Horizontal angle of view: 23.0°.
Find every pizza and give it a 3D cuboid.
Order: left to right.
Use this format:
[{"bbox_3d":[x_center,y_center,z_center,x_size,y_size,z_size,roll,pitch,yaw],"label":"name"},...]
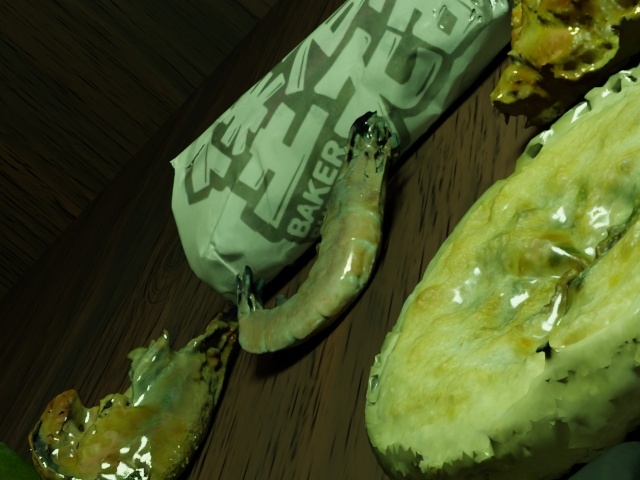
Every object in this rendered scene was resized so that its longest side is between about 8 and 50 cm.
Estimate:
[{"bbox_3d":[0.182,-0.174,1.001,0.226,0.086,0.335,-50,14,-10],"label":"pizza"}]

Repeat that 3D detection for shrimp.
[{"bbox_3d":[-0.129,0.099,1.188,0.262,0.117,0.066,-66,-2,-54],"label":"shrimp"},{"bbox_3d":[0.000,0.000,1.177,0.152,0.046,0.219,-31,31,45],"label":"shrimp"}]

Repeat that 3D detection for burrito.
[{"bbox_3d":[0.043,-0.135,1.271,0.445,0.139,0.101,-45,-26,17],"label":"burrito"}]

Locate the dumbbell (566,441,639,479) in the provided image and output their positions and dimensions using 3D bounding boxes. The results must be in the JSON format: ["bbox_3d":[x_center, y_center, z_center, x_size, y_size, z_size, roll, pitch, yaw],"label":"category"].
[{"bbox_3d":[0.049,0.150,0.452,0.191,0.100,0.100,-44,14,25],"label":"dumbbell"}]

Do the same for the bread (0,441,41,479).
[{"bbox_3d":[-0.303,0.293,1.184,0.382,0.129,0.366,-40,15,34],"label":"bread"}]

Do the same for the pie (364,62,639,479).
[{"bbox_3d":[0.120,0.008,0.731,0.274,0.055,0.274,-47,13,14],"label":"pie"}]
